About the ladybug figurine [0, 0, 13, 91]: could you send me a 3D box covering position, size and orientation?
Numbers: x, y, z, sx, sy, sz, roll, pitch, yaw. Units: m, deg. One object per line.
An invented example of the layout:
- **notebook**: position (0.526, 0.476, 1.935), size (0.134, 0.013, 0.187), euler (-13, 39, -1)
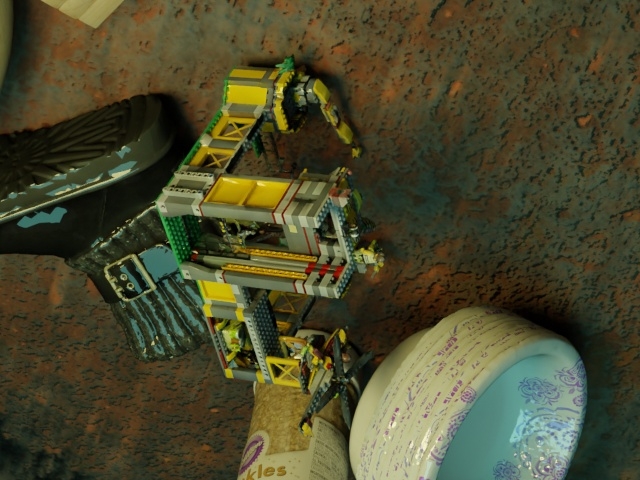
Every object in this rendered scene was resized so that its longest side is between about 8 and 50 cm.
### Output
- **ladybug figurine**: position (-0.436, -0.243, 1.379), size (0.162, 0.305, 0.449), euler (31, 145, 39)

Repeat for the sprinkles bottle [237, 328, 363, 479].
- **sprinkles bottle**: position (-0.029, 0.253, 1.656), size (0.121, 0.355, 0.121), euler (4, 130, 5)

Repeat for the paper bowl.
- **paper bowl**: position (0.141, 0.204, 1.661), size (0.148, 0.284, 0.284), euler (26, 141, 36)

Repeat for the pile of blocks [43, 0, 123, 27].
- **pile of blocks**: position (-0.179, -0.351, 1.339), size (0.149, 0.113, 0.362), euler (7, 139, -15)

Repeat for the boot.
- **boot**: position (-0.248, 0.016, 1.637), size (0.348, 0.131, 0.260), euler (-15, 126, 20)

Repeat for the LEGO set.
- **LEGO set**: position (0.000, 0.000, 1.507), size (0.192, 0.255, 0.331), euler (7, 125, 25)
